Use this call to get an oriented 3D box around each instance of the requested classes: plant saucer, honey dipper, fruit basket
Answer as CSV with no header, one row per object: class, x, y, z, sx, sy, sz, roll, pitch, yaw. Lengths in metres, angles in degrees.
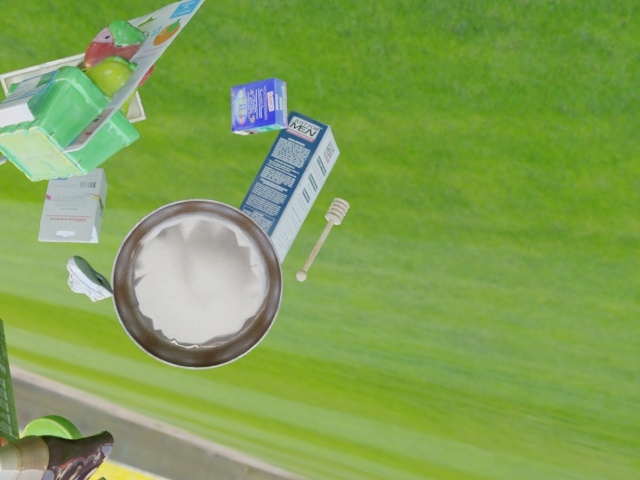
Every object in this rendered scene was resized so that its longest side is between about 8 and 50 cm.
plant saucer,-0.224,0.078,1.726,0.310,0.311,0.050,21,-178,-7
honey dipper,0.000,0.000,1.563,0.030,0.161,0.030,25,157,12
fruit basket,-0.376,-0.267,1.544,0.327,0.353,0.165,0,146,48

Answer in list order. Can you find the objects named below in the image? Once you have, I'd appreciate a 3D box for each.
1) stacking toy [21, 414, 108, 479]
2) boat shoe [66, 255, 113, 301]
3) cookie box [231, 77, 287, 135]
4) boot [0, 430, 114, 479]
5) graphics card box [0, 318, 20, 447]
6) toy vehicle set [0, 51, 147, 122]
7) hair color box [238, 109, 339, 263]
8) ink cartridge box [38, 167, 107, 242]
stacking toy,-0.450,0.456,1.726,0.309,0.279,0.130,45,-155,11
boat shoe,-0.283,0.049,1.123,0.035,0.035,0.100,-28,158,0
cookie box,-0.117,-0.254,1.800,0.107,0.092,0.040,-5,174,34
boot,-0.417,0.371,1.322,0.090,0.248,0.207,45,-160,27
graphics card box,-0.773,0.335,2.166,0.094,0.371,0.233,-11,162,-8
toy vehicle set,-0.520,-0.305,1.993,0.266,0.166,0.035,-15,-162,-3
hair color box,-0.087,-0.103,2.157,0.105,0.347,0.174,25,170,14
ink cartridge box,-0.483,-0.056,1.843,0.104,0.181,0.062,2,145,-2
